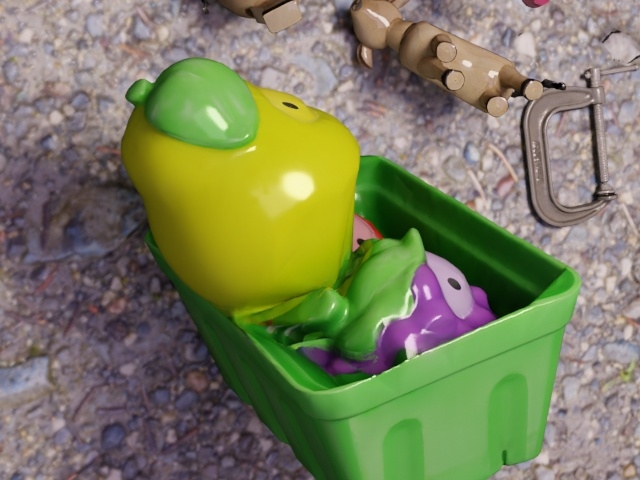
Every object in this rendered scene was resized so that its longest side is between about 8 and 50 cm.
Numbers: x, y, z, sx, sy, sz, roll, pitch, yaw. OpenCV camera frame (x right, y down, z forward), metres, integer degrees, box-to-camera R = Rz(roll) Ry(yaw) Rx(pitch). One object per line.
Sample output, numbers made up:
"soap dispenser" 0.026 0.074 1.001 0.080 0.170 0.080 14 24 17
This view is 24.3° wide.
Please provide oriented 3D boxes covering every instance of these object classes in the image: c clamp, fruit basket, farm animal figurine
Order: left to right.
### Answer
"fruit basket" 0.000 0.000 1.198 0.282 0.392 0.392 -20 103 -20
"farm animal figurine" 0.042 -0.259 1.309 0.326 0.172 0.330 -10 107 -9
"c clamp" 0.265 -0.095 1.485 0.137 0.022 0.161 -4 97 -22
